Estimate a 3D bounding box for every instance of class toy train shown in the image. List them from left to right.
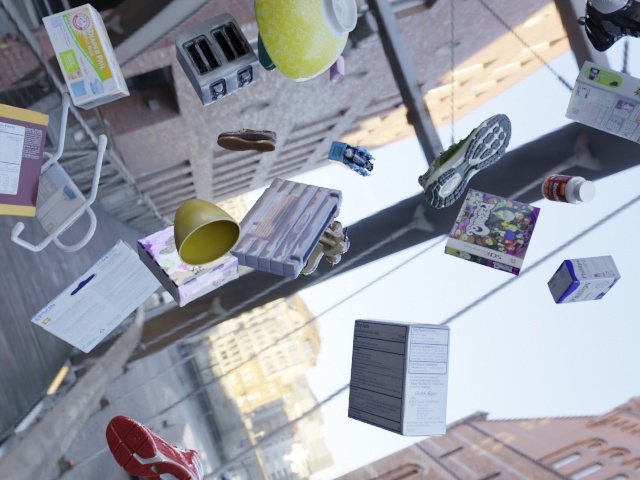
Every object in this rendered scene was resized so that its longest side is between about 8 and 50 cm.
[{"bbox_3d":[0.102,-0.256,2.068,0.184,0.105,0.080,19,88,-62],"label":"toy train"}]

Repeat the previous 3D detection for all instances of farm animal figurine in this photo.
[{"bbox_3d":[0.000,0.000,2.261,0.172,0.327,0.330,30,27,-23],"label":"farm animal figurine"}]

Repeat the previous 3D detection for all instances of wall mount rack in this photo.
[{"bbox_3d":[-0.603,-0.151,1.487,0.350,0.304,0.130,44,-2,32],"label":"wall mount rack"}]

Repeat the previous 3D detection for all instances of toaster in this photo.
[{"bbox_3d":[-0.258,-0.457,1.631,0.186,0.168,0.110,61,-12,4],"label":"toaster"}]

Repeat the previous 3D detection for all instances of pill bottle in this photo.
[{"bbox_3d":[0.762,-0.155,2.010,0.152,0.086,0.086,20,-50,66],"label":"pill bottle"}]

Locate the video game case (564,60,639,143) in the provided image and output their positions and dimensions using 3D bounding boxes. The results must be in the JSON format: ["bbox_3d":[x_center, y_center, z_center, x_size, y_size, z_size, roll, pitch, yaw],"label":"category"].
[{"bbox_3d":[0.767,-0.342,1.677,0.244,0.061,0.269,26,-2,17],"label":"video game case"}]

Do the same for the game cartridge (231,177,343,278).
[{"bbox_3d":[-0.103,-0.044,1.854,0.355,0.230,0.068,-58,150,-44],"label":"game cartridge"}]

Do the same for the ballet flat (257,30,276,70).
[{"bbox_3d":[-0.104,-0.657,1.853,0.123,0.123,0.348,-134,-135,-66],"label":"ballet flat"}]

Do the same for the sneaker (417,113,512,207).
[{"bbox_3d":[0.492,-0.310,2.325,0.158,0.410,0.182,46,2,-36],"label":"sneaker"}]

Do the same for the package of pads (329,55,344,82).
[{"bbox_3d":[0.054,-0.565,2.160,0.050,0.032,0.083,-33,-134,42],"label":"package of pads"}]

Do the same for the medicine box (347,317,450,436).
[{"bbox_3d":[0.211,0.365,1.796,0.263,0.149,0.289,-5,-102,60],"label":"medicine box"}]

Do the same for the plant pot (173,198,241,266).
[{"bbox_3d":[-0.240,-0.028,1.314,0.095,0.134,0.134,54,-16,28],"label":"plant pot"}]

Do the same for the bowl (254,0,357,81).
[{"bbox_3d":[-0.008,-0.530,1.536,0.289,0.156,0.289,8,80,-58],"label":"bowl"}]

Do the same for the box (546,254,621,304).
[{"bbox_3d":[0.690,0.104,1.725,0.126,0.137,0.072,98,-15,-56],"label":"box"}]

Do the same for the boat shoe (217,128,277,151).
[{"bbox_3d":[-0.254,-0.354,2.288,0.073,0.207,0.073,100,-6,-62],"label":"boat shoe"}]

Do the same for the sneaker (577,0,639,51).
[{"bbox_3d":[0.737,-0.501,1.538,0.268,0.101,0.153,33,-18,13],"label":"sneaker"}]

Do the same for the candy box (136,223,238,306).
[{"bbox_3d":[-0.318,0.044,1.577,0.196,0.165,0.070,41,-36,32],"label":"candy box"}]

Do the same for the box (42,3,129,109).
[{"bbox_3d":[-0.534,-0.419,1.505,0.103,0.114,0.203,-128,-161,-82],"label":"box"}]

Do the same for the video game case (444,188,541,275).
[{"bbox_3d":[0.478,-0.027,1.818,0.210,0.232,0.042,18,-35,18],"label":"video game case"}]

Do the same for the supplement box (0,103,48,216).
[{"bbox_3d":[-0.627,-0.157,1.213,0.191,0.129,0.194,13,-85,32],"label":"supplement box"}]

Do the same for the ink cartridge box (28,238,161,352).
[{"bbox_3d":[-0.653,0.155,1.924,0.071,0.324,0.330,41,-13,25],"label":"ink cartridge box"}]

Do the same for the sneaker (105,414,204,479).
[{"bbox_3d":[-0.332,0.439,1.340,0.221,0.087,0.128,41,-2,12],"label":"sneaker"}]
